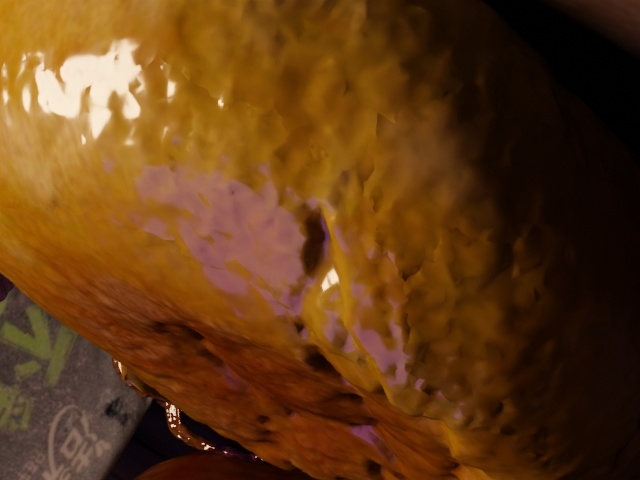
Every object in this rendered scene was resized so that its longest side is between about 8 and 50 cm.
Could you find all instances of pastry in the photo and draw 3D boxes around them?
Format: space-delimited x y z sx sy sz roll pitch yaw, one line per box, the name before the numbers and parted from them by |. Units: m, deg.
pastry | 0.000 0.000 0.777 0.356 0.164 0.356 31 164 10

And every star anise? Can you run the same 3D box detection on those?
star anise | -0.097 0.143 1.590 0.190 0.070 0.097 20 159 28

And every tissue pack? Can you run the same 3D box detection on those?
tissue pack | -0.353 0.122 1.587 0.394 0.288 0.124 41 167 -33

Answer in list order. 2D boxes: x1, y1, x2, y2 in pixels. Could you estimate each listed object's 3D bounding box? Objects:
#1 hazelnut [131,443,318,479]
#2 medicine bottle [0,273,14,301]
hazelnut | -0.045 0.352 1.646 0.420 0.353 0.421 -4 146 -3
medicine bottle | -0.280 -0.046 1.133 0.178 0.178 0.291 29 166 8
